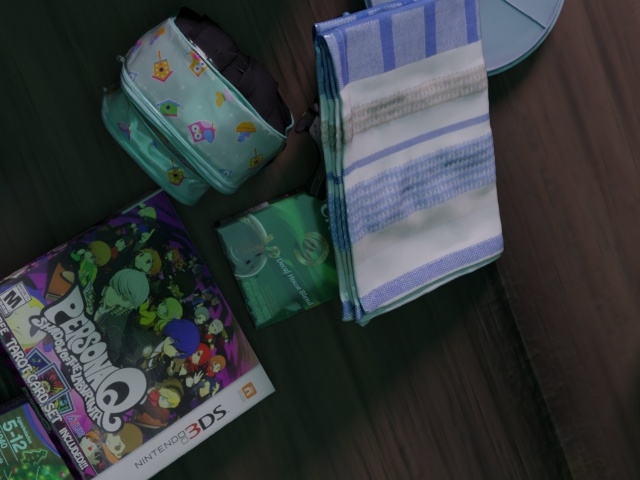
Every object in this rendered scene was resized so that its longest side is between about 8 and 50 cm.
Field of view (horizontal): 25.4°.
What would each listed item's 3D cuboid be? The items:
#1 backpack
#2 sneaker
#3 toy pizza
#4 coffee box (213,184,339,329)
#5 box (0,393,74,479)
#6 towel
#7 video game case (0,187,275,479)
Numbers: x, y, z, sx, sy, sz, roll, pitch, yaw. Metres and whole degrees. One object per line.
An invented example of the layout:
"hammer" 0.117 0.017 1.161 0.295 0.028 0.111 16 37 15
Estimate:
"backpack" -0.111 -0.118 1.276 0.144 0.188 0.166 -42 101 1
"sneaker" 0.014 -0.126 1.339 0.078 0.067 0.188 1 81 19
"toy pizza" 0.137 -0.256 1.365 0.201 0.032 0.201 -1 98 -6
"coffee box" 0.000 0.000 1.381 0.184 0.040 0.113 -21 99 -4
"box" -0.255 0.294 1.386 0.201 0.057 0.293 -25 100 -3
"towel" 0.088 -0.082 1.313 0.209 0.034 0.285 -22 115 -34
"video game case" -0.182 0.101 1.337 0.210 0.042 0.232 -33 101 -25
